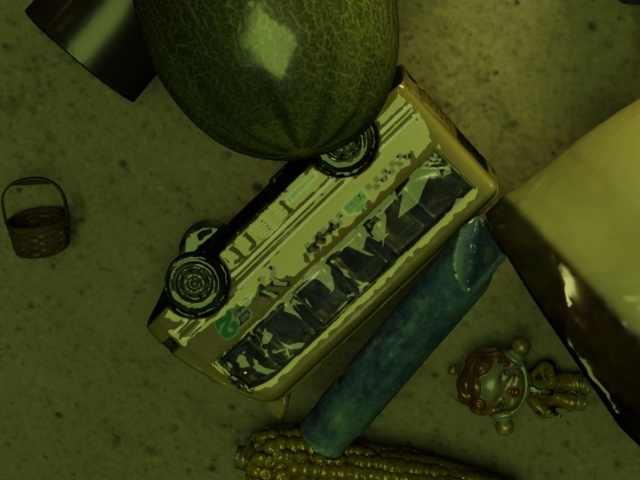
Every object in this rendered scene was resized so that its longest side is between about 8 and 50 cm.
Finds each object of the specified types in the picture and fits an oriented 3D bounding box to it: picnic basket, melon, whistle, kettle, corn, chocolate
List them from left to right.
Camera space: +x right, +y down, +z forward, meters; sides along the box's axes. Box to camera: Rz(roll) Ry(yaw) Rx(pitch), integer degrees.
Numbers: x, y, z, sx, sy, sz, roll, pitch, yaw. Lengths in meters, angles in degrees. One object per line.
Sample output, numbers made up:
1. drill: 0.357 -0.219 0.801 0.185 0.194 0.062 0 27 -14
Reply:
1. picnic basket: -0.301 -0.029 1.854 0.072 0.072 0.083 -5 114 5
2. kettle: -0.184 -0.286 1.775 0.202 0.144 0.232 43 93 25
3. melon: -0.050 -0.216 1.598 0.237 0.237 0.301 -19 74 8
4. corn: 0.066 0.260 1.875 0.320 0.097 0.097 11 102 0
5. whistle: 0.085 0.103 1.758 0.062 0.062 0.304 36 116 -3
6. chocolate: 0.354 0.018 1.687 0.297 0.326 0.314 -35 140 12

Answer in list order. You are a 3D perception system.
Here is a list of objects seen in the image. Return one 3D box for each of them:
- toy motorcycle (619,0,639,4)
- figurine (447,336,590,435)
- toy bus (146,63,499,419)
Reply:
1. toy motorcycle: 0.435 -0.274 1.723 0.326 0.148 0.221 1 79 2
2. figurine: 0.214 0.149 1.859 0.143 0.068 0.101 -15 104 -5
3. toy bus: 0.000 0.000 1.785 0.365 0.177 0.202 -44 98 11
